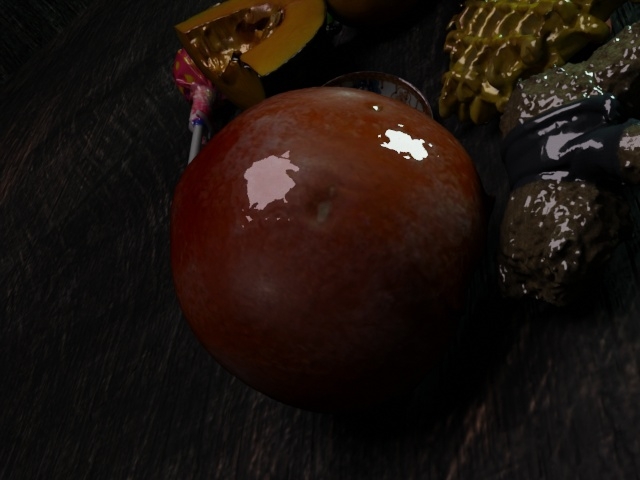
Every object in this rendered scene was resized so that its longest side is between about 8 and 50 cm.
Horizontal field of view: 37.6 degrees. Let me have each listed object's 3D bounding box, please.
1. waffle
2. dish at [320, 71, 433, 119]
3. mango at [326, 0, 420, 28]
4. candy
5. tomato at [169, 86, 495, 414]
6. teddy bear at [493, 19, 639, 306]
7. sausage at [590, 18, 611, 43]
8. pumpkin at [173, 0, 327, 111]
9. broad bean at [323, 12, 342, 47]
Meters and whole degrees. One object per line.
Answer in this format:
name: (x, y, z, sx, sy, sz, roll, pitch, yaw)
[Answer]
waffle: (0.212, -0.237, 0.930, 0.293, 0.069, 0.260, -34, 29, 51)
dish: (0.052, -0.109, 1.039, 0.141, 0.078, 0.141, -1, 55, 1)
mango: (0.069, -0.361, 1.295, 0.151, 0.120, 0.221, -50, 21, -11)
candy: (-0.183, -0.188, 1.446, 0.124, 0.124, 0.366, -31, 38, 28)
tomato: (0.000, 0.000, 0.760, 0.265, 0.265, 0.265, -34, 30, 23)
teddy bear: (0.197, -0.072, 0.717, 0.251, 0.129, 0.182, -62, -6, -18)
sausage: (0.272, -0.261, 0.967, 0.029, 0.029, 0.223, -30, 32, 29)
pumpkin: (-0.064, -0.267, 1.344, 0.169, 0.148, 0.312, -38, 40, -12)
broad bean: (-0.005, -0.329, 1.431, 0.061, 0.046, 0.195, -43, 28, 11)
